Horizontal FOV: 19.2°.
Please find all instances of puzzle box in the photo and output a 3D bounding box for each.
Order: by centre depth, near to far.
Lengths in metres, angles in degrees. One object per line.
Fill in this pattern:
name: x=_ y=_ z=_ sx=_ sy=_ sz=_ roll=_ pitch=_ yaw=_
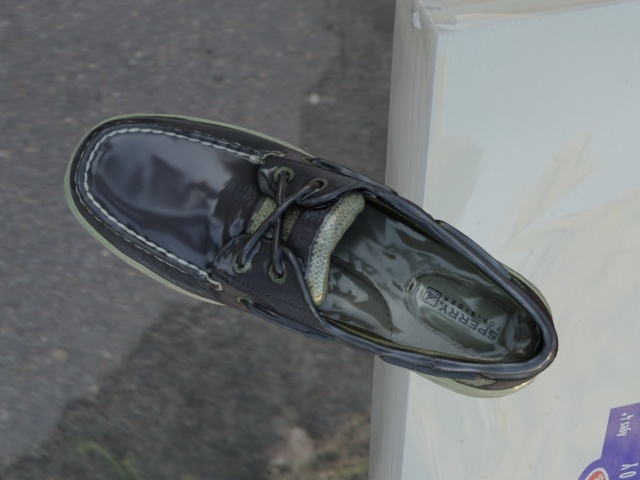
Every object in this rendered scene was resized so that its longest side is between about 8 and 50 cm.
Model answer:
puzzle box: x=0.158 y=0.031 z=0.888 sx=0.272 sy=0.052 sz=0.409 roll=-11 pitch=135 yaw=-14

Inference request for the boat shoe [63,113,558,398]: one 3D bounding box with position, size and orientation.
boat shoe: x=0.000 y=0.000 z=0.540 sx=0.152 sy=0.049 sz=0.056 roll=20 pitch=81 yaw=-3
